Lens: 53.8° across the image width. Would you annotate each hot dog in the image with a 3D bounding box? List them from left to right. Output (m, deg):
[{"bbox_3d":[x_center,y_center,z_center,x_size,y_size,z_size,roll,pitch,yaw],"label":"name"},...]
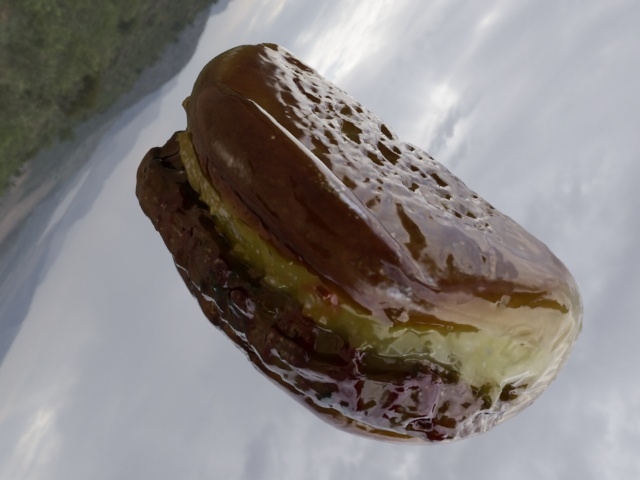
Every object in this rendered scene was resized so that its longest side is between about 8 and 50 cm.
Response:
[{"bbox_3d":[0.000,0.001,0.515,0.223,0.405,0.185,-17,143,-52],"label":"hot dog"}]
